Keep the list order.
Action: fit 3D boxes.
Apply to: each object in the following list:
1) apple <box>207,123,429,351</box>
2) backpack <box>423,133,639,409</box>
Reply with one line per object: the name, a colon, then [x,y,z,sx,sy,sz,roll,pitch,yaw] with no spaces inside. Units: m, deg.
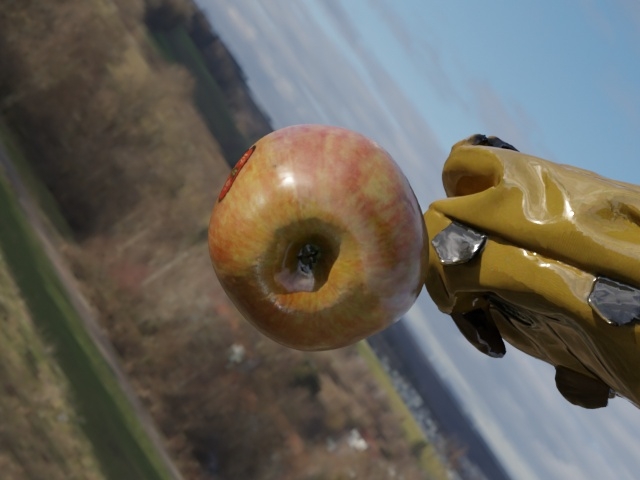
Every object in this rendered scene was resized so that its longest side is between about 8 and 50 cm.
apple: [0.000,0.000,0.873,0.146,0.146,0.131,55,7,-7]
backpack: [0.265,0.054,1.230,0.353,0.201,0.378,24,-3,36]
